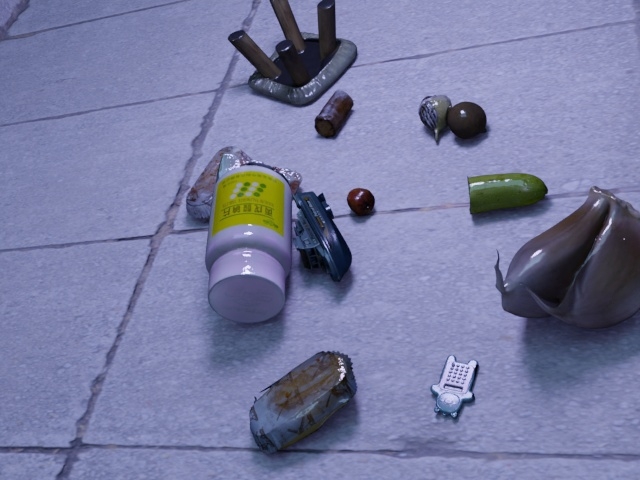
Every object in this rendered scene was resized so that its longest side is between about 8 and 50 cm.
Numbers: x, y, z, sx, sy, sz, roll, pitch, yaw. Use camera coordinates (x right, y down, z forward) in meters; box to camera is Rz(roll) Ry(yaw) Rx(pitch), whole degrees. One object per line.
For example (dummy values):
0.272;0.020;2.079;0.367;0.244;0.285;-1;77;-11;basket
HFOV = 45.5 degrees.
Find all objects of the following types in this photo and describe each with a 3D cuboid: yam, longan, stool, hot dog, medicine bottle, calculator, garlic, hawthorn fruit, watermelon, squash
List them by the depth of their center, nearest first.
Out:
0.511;0.078;1.522;0.340;0.246;0.231;-28;53;-24;garlic
0.276;0.300;1.571;0.094;0.019;0.141;8;53;26;calculator
-0.037;0.344;1.628;0.270;0.082;0.162;-35;38;0;hot dog
0.450;-0.120;1.839;0.188;0.095;0.095;-6;47;14;squash
-0.177;0.003;1.911;0.214;0.213;0.378;-14;46;12;medicine bottle
0.103;-0.103;1.989;0.077;0.077;0.077;-13;46;13;hawthorn fruit
0.396;-0.321;2.046;0.113;0.092;0.113;8;55;-11;longan
-0.171;-0.154;2.120;0.241;0.094;0.154;0;62;-5;watermelon
-0.293;-0.167;2.221;0.144;0.075;0.268;15;54;29;hot dog
0.041;-0.377;2.265;0.079;0.079;0.141;12;53;32;yam
-0.086;-0.627;2.450;0.310;0.226;0.310;23;62;36;stool

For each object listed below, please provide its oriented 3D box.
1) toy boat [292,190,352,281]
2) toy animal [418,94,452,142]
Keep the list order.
-0.004;0.000;1.905;0.122;0.114;0.296;-20;44;-4;toy boat
0.310;-0.339;2.105;0.098;0.098;0.137;14;78;34;toy animal
